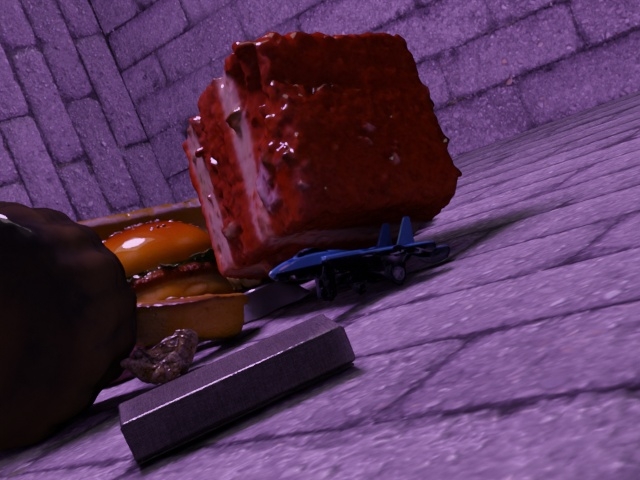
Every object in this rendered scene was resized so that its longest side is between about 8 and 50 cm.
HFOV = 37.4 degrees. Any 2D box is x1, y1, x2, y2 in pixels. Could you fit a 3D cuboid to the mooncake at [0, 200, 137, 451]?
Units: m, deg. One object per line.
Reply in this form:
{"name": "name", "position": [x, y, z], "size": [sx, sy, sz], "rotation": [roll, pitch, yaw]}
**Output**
{"name": "mooncake", "position": [-0.365, 0.094, 1.133], "size": [0.290, 0.291, 0.161], "rotation": [-21, 2, 16]}

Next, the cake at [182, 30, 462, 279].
{"name": "cake", "position": [-0.017, -0.101, 1.333], "size": [0.270, 0.270, 0.319], "rotation": [-6, -21, -31]}

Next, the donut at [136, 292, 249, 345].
{"name": "donut", "position": [-0.182, 0.105, 1.250], "size": [0.178, 0.066, 0.162], "rotation": [-4, -3, 7]}

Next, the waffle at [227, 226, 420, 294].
{"name": "waffle", "position": [0.000, 0.000, 1.709], "size": [0.382, 0.095, 0.379], "rotation": [-21, 3, -11]}

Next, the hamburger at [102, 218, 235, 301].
{"name": "hamburger", "position": [-0.254, 0.060, 1.448], "size": [0.246, 0.170, 0.246], "rotation": [-22, -9, -4]}

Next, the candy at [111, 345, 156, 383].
{"name": "candy", "position": [-0.271, 0.167, 1.322], "size": [0.103, 0.043, 0.103], "rotation": [-22, 7, 3]}

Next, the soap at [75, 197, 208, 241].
{"name": "soap", "position": [-0.372, 0.062, 1.731], "size": [0.335, 0.156, 0.293], "rotation": [-16, -21, -42]}

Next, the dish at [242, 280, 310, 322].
{"name": "dish", "position": [-0.083, 0.085, 1.388], "size": [0.137, 0.039, 0.091], "rotation": [-23, 4, 9]}

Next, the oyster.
{"name": "oyster", "position": [-0.185, 0.138, 1.129], "size": [0.083, 0.080, 0.038], "rotation": [-55, 33, -3]}

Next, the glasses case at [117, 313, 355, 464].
{"name": "glasses case", "position": [-0.073, 0.129, 0.827], "size": [0.204, 0.047, 0.071], "rotation": [-23, 9, -11]}

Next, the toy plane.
{"name": "toy plane", "position": [0.038, 0.032, 1.142], "size": [0.246, 0.078, 0.169], "rotation": [-18, 0, -42]}
